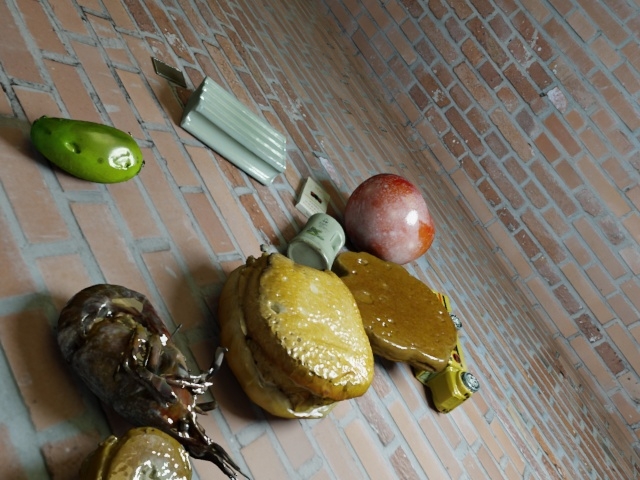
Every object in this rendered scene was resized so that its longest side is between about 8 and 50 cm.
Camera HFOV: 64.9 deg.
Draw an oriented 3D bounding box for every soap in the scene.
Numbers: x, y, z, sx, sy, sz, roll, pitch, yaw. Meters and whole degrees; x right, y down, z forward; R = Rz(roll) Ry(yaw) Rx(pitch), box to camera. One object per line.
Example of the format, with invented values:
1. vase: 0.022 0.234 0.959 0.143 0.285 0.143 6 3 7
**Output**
1. soap: -0.210 -0.271 1.265 0.265 0.087 0.160 34 32 -29

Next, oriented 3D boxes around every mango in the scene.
1. mango: -0.387 -0.151 0.842 0.178 0.100 0.119 15 7 -37

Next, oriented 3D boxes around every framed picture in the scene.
1. framed picture: -0.384 -0.428 1.282 0.089 0.006 0.066 14 45 -49

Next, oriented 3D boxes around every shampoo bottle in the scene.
1. shampoo bottle: 0.000 0.000 1.252 0.118 0.087 0.234 44 27 -6

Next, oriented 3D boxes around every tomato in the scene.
1. tomato: 0.186 -0.052 1.436 0.270 0.227 0.270 52 -8 11

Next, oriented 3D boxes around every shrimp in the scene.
1. shrimp: -0.204 0.192 0.668 0.343 0.116 0.145 46 29 4

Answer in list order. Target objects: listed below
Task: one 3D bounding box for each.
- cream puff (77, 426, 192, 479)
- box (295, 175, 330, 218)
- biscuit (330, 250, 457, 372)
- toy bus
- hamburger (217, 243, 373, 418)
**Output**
1. cream puff: -0.210 0.287 0.560 0.126 0.103 0.144 13 45 -45
2. box: -0.020 -0.112 1.429 0.090 0.024 0.167 42 29 -17
3. biscuit: 0.160 0.165 1.236 0.380 0.074 0.359 8 36 -29
4. toy bus: 0.310 0.284 1.345 0.122 0.121 0.336 29 33 -20
5. hamburger: -0.046 0.158 0.897 0.289 0.170 0.315 29 33 -42
